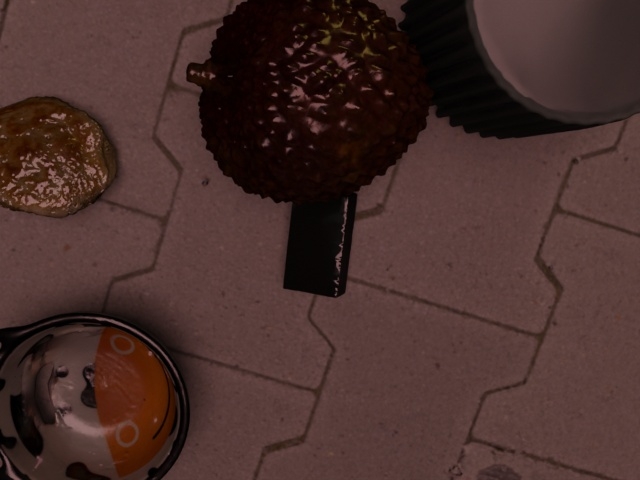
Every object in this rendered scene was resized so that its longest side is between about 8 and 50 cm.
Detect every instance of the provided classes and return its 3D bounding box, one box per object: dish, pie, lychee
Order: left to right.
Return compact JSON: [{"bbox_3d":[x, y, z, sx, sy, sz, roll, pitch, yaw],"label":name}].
[{"bbox_3d":[-0.371,-0.111,0.996,0.194,0.079,0.163,21,89,-4],"label":"pie"},{"bbox_3d":[-0.315,0.217,1.029,0.303,0.120,0.302,0,100,-1],"label":"dish"},{"bbox_3d":[-0.013,-0.171,0.893,0.304,0.276,0.275,4,101,-26],"label":"lychee"}]

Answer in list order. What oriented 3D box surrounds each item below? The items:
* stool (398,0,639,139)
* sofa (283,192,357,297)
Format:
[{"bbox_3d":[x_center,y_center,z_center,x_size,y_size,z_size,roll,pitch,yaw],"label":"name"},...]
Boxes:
[{"bbox_3d":[0.255,-0.262,0.852,0.297,0.330,0.297,0,99,-1],"label":"stool"},{"bbox_3d":[0.000,0.000,1.036,0.085,0.060,0.147,8,100,15],"label":"sofa"}]
